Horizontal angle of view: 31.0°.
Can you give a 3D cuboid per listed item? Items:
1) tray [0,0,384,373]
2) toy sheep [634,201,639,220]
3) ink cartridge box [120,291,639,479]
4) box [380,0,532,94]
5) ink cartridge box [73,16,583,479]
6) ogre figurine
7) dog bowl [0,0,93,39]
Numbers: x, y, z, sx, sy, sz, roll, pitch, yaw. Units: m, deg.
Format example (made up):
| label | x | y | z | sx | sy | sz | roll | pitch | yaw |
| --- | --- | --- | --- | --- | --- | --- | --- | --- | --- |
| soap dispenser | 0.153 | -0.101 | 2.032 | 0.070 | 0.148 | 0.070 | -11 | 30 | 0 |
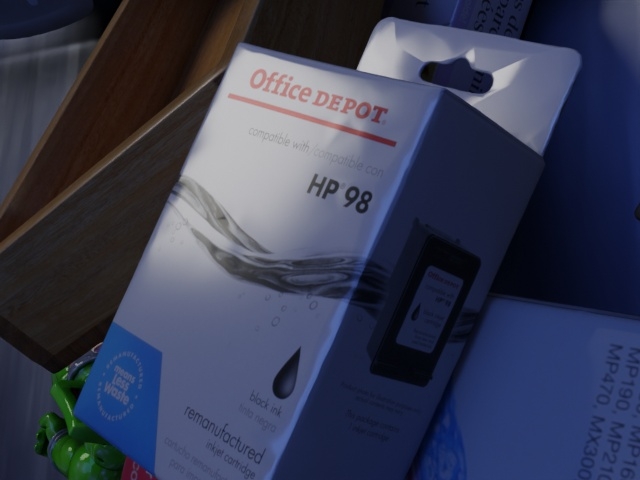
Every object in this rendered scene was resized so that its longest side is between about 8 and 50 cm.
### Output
| label | x | y | z | sx | sy | sz | roll | pitch | yaw |
| --- | --- | --- | --- | --- | --- | --- | --- | --- | --- |
| tray | -0.051 | -0.127 | 0.663 | 0.203 | 0.076 | 0.411 | -34 | 25 | 31 |
| toy sheep | 0.195 | -0.030 | 0.509 | 0.132 | 0.091 | 0.091 | 36 | 101 | 49 |
| ink cartridge box | 0.104 | 0.101 | 0.447 | 0.306 | 0.226 | 0.131 | 10 | 81 | 46 |
| box | 0.056 | -0.073 | 0.671 | 0.067 | 0.063 | 0.324 | 18 | 88 | 45 |
| ink cartridge box | 0.000 | 0.000 | 0.383 | 0.104 | 0.060 | 0.180 | 22 | 87 | 47 |
| ogre figurine | -0.138 | 0.099 | 0.776 | 0.197 | 0.097 | 0.118 | -42 | 38 | 11 |
| dog bowl | -0.226 | -0.330 | 0.870 | 0.349 | 0.102 | 0.348 | -10 | 69 | 26 |
